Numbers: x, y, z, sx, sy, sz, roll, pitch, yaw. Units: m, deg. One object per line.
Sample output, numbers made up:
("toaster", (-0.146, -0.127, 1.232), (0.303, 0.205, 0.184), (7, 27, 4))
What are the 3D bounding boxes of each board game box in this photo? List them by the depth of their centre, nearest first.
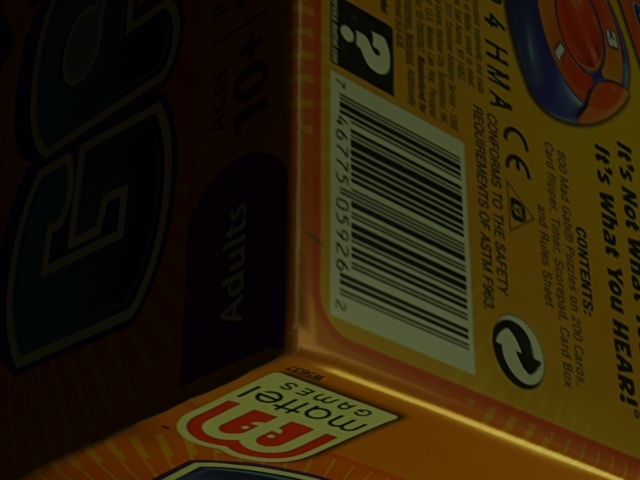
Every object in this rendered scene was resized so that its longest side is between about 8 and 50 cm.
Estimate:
("board game box", (0.000, 0.000, 0.742), (0.356, 0.356, 0.357), (25, 52, -36))
